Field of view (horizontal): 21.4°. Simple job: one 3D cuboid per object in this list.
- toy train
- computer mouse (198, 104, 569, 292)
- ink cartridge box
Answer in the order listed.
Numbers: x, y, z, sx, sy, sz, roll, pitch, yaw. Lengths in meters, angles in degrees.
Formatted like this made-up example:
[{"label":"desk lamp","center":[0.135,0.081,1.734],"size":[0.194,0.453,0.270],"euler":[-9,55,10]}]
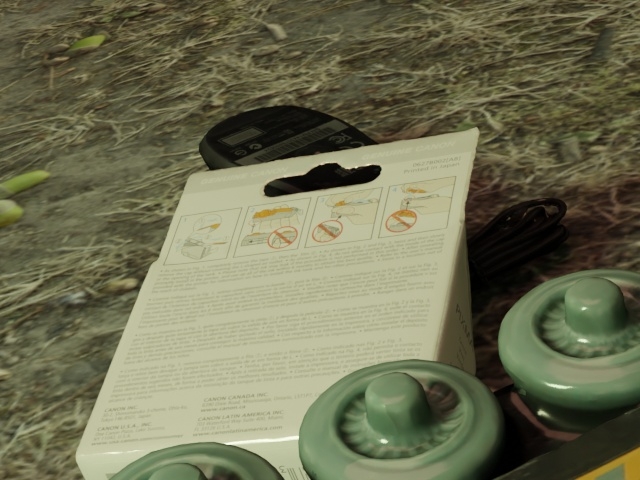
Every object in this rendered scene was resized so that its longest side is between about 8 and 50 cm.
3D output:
[{"label":"toy train","center":[0.062,0.133,0.599],"size":[0.334,0.142,0.190],"euler":[-22,37,-19]},{"label":"computer mouse","center":[0.000,0.000,1.009],"size":[0.262,0.060,0.184],"euler":[23,39,38]},{"label":"ink cartridge box","center":[-0.009,0.040,0.873],"size":[0.181,0.056,0.225],"euler":[-7,37,20]}]
